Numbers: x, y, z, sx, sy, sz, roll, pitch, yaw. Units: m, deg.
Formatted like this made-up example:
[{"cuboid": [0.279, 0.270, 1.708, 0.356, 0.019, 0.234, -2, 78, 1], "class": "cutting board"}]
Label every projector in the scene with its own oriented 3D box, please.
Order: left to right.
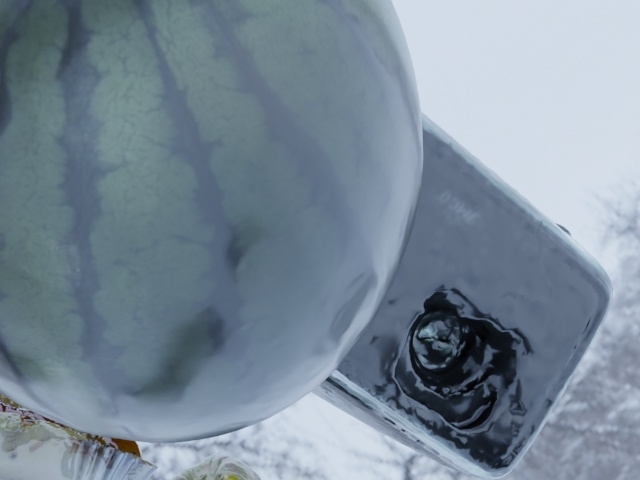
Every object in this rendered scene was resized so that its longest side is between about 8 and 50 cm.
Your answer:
[{"cuboid": [0.000, 0.000, 1.188, 0.242, 0.395, 0.405, -58, 24, -8], "class": "projector"}]

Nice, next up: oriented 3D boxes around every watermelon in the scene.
[{"cuboid": [-0.087, -0.041, 0.640, 0.279, 0.279, 0.359, -35, -31, -12], "class": "watermelon"}]

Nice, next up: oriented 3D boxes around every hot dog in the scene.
[{"cuboid": [-0.234, 0.128, 0.854, 0.131, 0.253, 0.069, 173, 115, -74], "class": "hot dog"}]

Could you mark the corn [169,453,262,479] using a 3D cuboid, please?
[{"cuboid": [-0.080, 0.373, 1.345, 0.122, 0.305, 0.123, -5, 20, 30], "class": "corn"}]
